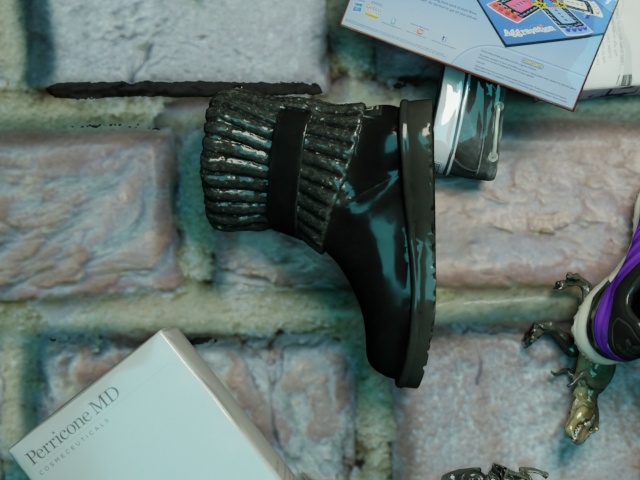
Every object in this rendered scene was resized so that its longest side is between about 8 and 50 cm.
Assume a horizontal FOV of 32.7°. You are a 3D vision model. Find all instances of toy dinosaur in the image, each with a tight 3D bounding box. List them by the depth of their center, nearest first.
[{"bbox_3d":[0.318,0.104,1.295,0.118,0.064,0.268,27,80,-4],"label":"toy dinosaur"}]

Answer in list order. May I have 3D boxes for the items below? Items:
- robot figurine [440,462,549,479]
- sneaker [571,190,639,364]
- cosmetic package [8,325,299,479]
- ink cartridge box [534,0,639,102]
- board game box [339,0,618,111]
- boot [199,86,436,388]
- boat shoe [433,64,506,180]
[{"bbox_3d":[0.252,0.359,1.221,0.291,0.211,0.085,9,131,9],"label":"robot figurine"},{"bbox_3d":[0.405,0.012,1.224,0.102,0.146,0.293,32,75,-7],"label":"sneaker"},{"bbox_3d":[-0.133,0.304,1.205,0.217,0.156,0.385,-40,91,-3],"label":"cosmetic package"},{"bbox_3d":[0.348,-0.245,1.301,0.191,0.082,0.139,-5,87,-3],"label":"ink cartridge box"},{"bbox_3d":[0.174,-0.259,1.207,0.281,0.027,0.145,23,100,15],"label":"board game box"},{"bbox_3d":[0.000,-0.002,1.239,0.260,0.131,0.348,-1,100,6],"label":"boot"},{"bbox_3d":[0.200,-0.222,1.273,0.105,0.113,0.306,12,87,2],"label":"boat shoe"}]
